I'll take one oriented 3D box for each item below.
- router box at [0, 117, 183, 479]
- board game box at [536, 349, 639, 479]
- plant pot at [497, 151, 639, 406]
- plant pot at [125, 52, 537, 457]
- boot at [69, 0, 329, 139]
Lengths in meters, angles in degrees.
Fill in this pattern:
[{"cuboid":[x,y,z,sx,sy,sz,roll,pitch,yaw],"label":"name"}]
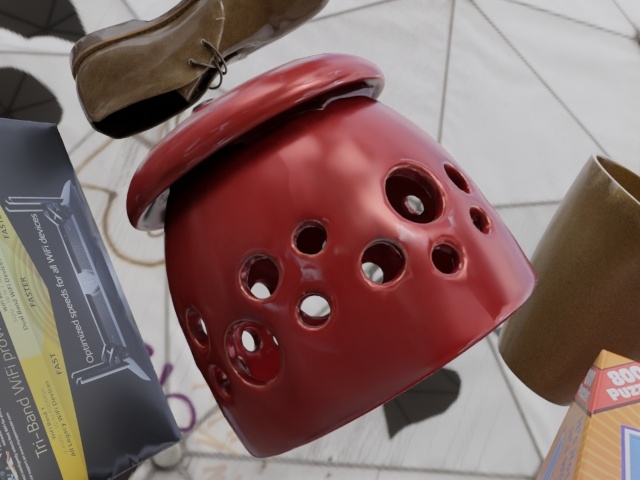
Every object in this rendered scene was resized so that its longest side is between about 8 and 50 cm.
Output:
[{"cuboid":[-0.254,0.055,0.538,0.081,0.243,0.308,-27,-98,23],"label":"router box"},{"cuboid":[0.310,0.381,0.560,0.356,0.356,0.356,20,-47,16],"label":"board game box"},{"cuboid":[0.335,0.069,0.852,0.237,0.237,0.254,30,-65,-7],"label":"plant pot"},{"cuboid":[0.000,0.000,0.417,0.191,0.191,0.174,-32,-94,45],"label":"plant pot"},{"cuboid":[-0.115,-0.199,0.770,0.305,0.115,0.112,-24,-33,6],"label":"boot"}]
